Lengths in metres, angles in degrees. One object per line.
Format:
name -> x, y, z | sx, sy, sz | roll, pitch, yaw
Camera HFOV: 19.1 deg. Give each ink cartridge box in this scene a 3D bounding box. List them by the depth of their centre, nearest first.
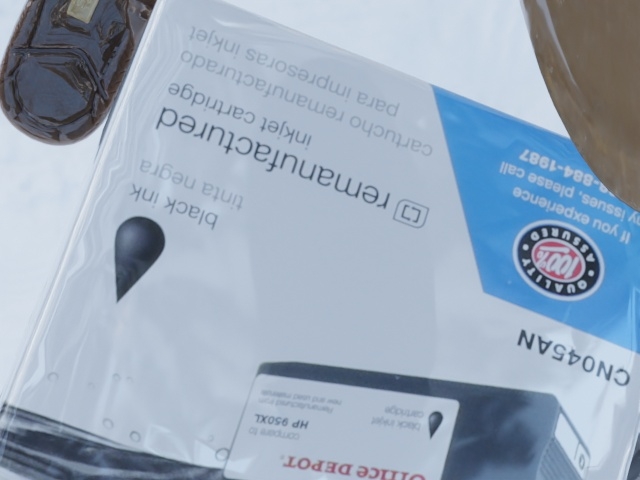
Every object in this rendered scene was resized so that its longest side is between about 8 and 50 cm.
ink cartridge box -> -0.018, 0.122, 0.905 | 0.285, 0.166, 0.395 | 21, 71, -7

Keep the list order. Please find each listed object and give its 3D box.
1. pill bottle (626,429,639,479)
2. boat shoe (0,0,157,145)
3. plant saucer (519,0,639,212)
pill bottle -> 0.263, 0.148, 1.608 | 0.278, 0.162, 0.162 | -45, 67, 39
boat shoe -> -0.105, -0.177, 1.081 | 0.095, 0.095, 0.257 | 34, 96, -6
plant saucer -> 0.116, -0.127, 0.649 | 0.041, 0.278, 0.278 | -9, 80, -12
